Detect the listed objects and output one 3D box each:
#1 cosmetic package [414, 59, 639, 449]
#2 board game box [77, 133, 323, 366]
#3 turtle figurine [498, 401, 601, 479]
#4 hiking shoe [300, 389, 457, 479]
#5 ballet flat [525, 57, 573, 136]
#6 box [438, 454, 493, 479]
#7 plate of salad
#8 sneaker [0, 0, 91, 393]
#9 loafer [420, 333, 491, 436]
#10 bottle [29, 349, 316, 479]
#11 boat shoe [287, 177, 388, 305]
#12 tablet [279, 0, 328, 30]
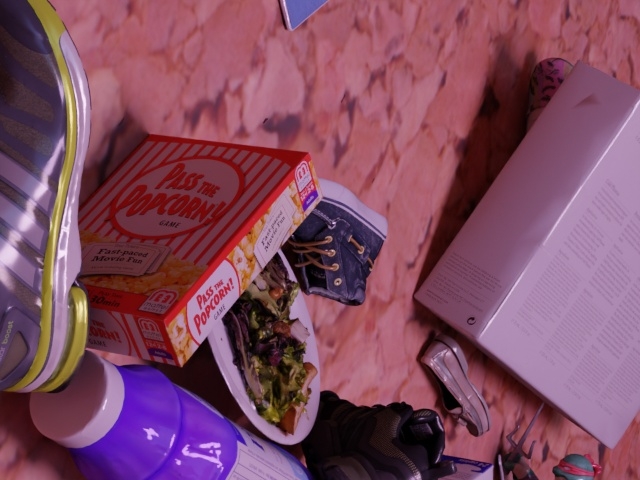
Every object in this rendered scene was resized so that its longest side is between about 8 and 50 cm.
[{"bbox_3d":[0.283,0.026,1.875,0.284,0.097,0.377,-53,143,-2],"label":"cosmetic package"},{"bbox_3d":[-0.110,0.002,1.295,0.193,0.147,0.045,-51,137,-40],"label":"board game box"},{"bbox_3d":[0.222,0.294,1.867,0.175,0.118,0.234,-39,145,-77],"label":"turtle figurine"},{"bbox_3d":[0.047,0.176,1.521,0.227,0.114,0.086,-125,-161,-72],"label":"hiking shoe"},{"bbox_3d":[0.243,-0.077,1.895,0.079,0.077,0.221,-41,134,-41],"label":"ballet flat"},{"bbox_3d":[0.105,0.289,1.758,0.137,0.072,0.126,-26,119,-53],"label":"box"},{"bbox_3d":[-0.040,0.063,1.453,0.200,0.048,0.200,48,32,-44],"label":"plate of salad"},{"bbox_3d":[-0.219,-0.032,1.160,0.121,0.111,0.300,-20,111,-50],"label":"sneaker"},{"bbox_3d":[0.130,0.149,1.800,0.039,0.045,0.125,-40,124,-25],"label":"loafer"},{"bbox_3d":[-0.108,0.159,1.358,0.092,0.118,0.283,-59,143,-8],"label":"bottle"},{"bbox_3d":[0.000,0.000,1.537,0.183,0.065,0.083,28,72,-57],"label":"boat shoe"},{"bbox_3d":[-0.010,-0.216,1.530,0.083,0.006,0.054,-46,132,-44],"label":"tablet"}]
